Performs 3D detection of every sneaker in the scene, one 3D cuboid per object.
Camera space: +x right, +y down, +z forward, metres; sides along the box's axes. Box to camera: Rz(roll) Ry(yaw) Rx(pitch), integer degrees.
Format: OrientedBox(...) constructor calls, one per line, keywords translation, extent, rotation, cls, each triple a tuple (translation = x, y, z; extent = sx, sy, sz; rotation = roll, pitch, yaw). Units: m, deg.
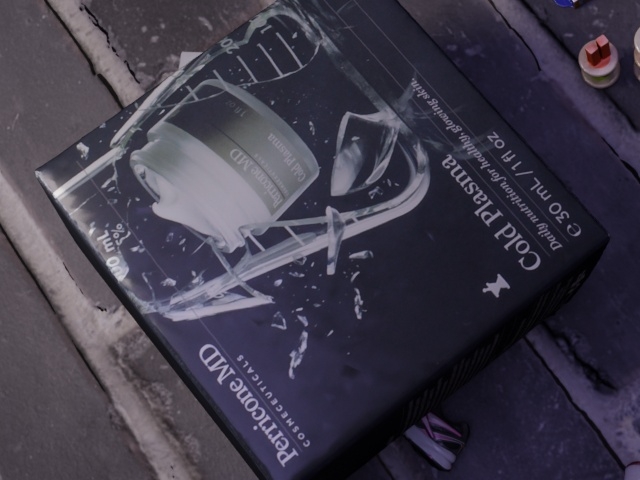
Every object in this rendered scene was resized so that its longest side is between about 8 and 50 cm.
OrientedBox(translation=(0.120, 0.221, 1.647), extent=(0.178, 0.072, 0.077), rotation=(40, 78, 11), cls="sneaker")

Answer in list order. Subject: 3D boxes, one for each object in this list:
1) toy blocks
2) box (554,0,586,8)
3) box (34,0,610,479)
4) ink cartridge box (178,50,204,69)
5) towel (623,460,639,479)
OrientedBox(translation=(0.396, -0.247, 1.628), extent=(0.123, 0.148, 0.054), rotation=(-2, 77, 13), cls="toy blocks")
OrientedBox(translation=(0.372, -0.382, 1.728), extent=(0.136, 0.028, 0.081), rotation=(-32, 73, 4), cls="box")
OrientedBox(translation=(0.000, 0.000, 1.533), extent=(0.472, 0.297, 0.480), rotation=(-38, 76, -9), cls="box")
OrientedBox(translation=(-0.136, -0.102, 1.775), extent=(0.165, 0.065, 0.332), rotation=(5, 78, 14), cls="ink cartridge box")
OrientedBox(translation=(0.439, 0.405, 1.438), extent=(0.237, 0.037, 0.329), rotation=(-23, 56, 53), cls="towel")
